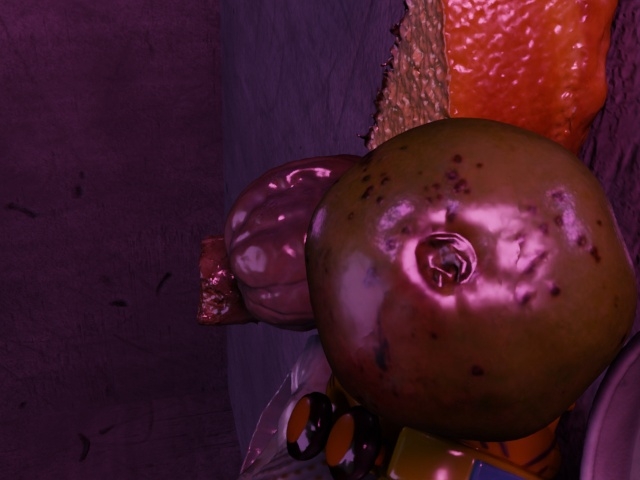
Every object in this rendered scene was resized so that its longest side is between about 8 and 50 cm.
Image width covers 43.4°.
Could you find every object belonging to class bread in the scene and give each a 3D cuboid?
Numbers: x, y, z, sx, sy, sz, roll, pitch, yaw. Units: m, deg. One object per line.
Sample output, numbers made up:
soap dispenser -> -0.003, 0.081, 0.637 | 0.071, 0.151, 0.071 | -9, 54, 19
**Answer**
bread -> 0.117, -0.095, 0.552 | 0.260, 0.129, 0.134 | 102, 154, -53

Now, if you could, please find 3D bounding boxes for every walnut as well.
walnut -> 0.000, 0.000, 0.925 | 0.224, 0.224, 0.224 | 174, 90, -77

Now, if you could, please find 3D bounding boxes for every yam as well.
yam -> -0.052, 0.044, 1.081 | 0.129, 0.238, 0.128 | 101, 162, -69

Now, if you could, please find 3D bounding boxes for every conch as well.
conch -> 0.007, 0.305, 1.035 | 0.319, 0.215, 0.303 | -66, 14, -13

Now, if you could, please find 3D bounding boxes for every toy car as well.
toy car -> 0.095, 0.152, 0.668 | 0.248, 0.200, 0.142 | -5, 59, 64

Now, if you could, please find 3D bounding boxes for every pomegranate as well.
pomegranate -> 0.089, 0.030, 0.474 | 0.224, 0.181, 0.182 | 44, -148, -66

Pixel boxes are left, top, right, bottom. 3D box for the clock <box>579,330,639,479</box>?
clock -> 0.223, 0.177, 0.350 | 0.325, 0.067, 0.325 | 175, 90, -77
